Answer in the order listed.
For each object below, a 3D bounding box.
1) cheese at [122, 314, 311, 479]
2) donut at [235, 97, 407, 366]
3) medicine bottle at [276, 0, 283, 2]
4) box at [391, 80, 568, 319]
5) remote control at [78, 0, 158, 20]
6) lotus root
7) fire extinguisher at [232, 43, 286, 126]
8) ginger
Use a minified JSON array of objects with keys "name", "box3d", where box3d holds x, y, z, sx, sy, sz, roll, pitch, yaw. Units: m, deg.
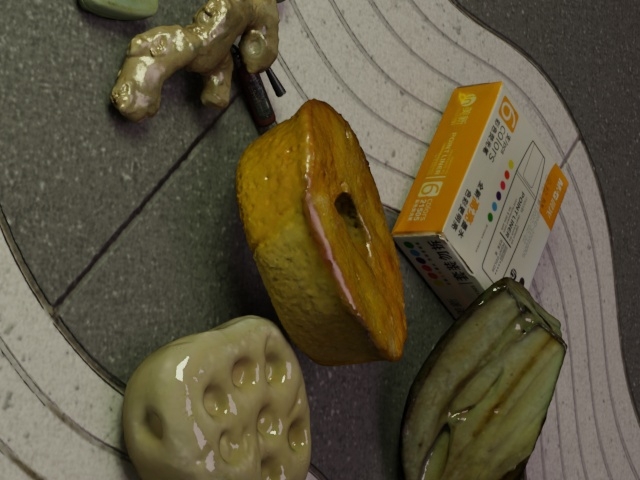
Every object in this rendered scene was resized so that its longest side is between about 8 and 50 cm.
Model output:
[{"name":"cheese","box3d":[-0.102,0.182,1.543,0.235,0.117,0.218,54,45,-36]},{"name":"donut","box3d":[0.000,0.000,1.629,0.303,0.110,0.303,-18,90,-76]},{"name":"medicine bottle","box3d":[-0.069,-0.309,1.695,0.083,0.047,0.047,27,65,-46]},{"name":"box","box3d":[0.218,-0.046,1.985,0.221,0.091,0.274,49,52,-37]},{"name":"remote control","box3d":[-0.211,-0.346,1.531,0.098,0.038,0.233,3,83,-52]},{"name":"lotus root","box3d":[0.204,0.205,1.890,0.210,0.142,0.314,28,94,-11]},{"name":"fire extinguisher","box3d":[-0.068,-0.181,1.684,0.032,0.046,0.100,-105,176,-64]},{"name":"ginger","box3d":[-0.120,-0.201,1.586,0.258,0.065,0.149,-52,133,-26]}]
